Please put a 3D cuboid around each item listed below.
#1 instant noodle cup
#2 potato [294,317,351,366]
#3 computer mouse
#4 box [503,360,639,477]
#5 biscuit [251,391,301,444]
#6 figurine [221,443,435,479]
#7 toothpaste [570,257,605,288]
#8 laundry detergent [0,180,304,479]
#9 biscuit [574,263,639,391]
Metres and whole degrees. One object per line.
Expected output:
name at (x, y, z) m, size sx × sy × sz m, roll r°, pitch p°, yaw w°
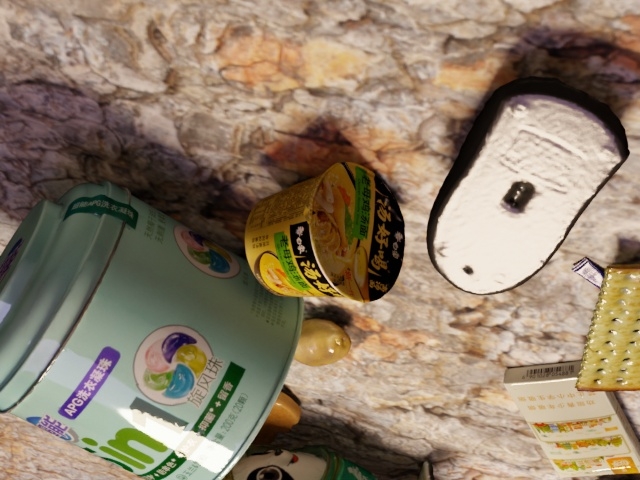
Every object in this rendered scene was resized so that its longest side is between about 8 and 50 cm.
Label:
instant noodle cup at (0.000, 0.000, 1.302) m, size 0.122 × 0.151 × 0.151 m, roll -14°, pitch 134°, yaw 41°
potato at (0.000, 0.128, 1.518) m, size 0.068 × 0.062 × 0.083 m, roll 10°, pitch 178°, yaw -42°
computer mouse at (0.197, -0.059, 1.201) m, size 0.138 × 0.086 × 0.269 m, roll 25°, pitch 132°, yaw -3°
box at (0.329, 0.232, 1.556) m, size 0.122 × 0.032 × 0.220 m, roll -10°, pitch 134°, yaw 27°
biscuit at (-0.133, 0.251, 1.735) m, size 0.236 × 0.040 × 0.144 m, roll -19°, pitch 138°, yaw 33°
figurine at (-0.014, 0.402, 1.704) m, size 0.340 × 0.323 × 0.231 m, roll 4°, pitch 107°, yaw 1°
toothpaste at (0.316, 0.048, 1.351) m, size 0.083 × 0.015 × 0.024 m, roll 36°, pitch 129°, yaw -16°
laundry detergent at (-0.223, 0.102, 1.382) m, size 0.305 × 0.287 × 0.287 m, roll 30°, pitch 139°, yaw -19°
biscuit at (0.371, 0.102, 1.373) m, size 0.139 × 0.016 × 0.231 m, roll -1°, pitch 138°, yaw 1°
